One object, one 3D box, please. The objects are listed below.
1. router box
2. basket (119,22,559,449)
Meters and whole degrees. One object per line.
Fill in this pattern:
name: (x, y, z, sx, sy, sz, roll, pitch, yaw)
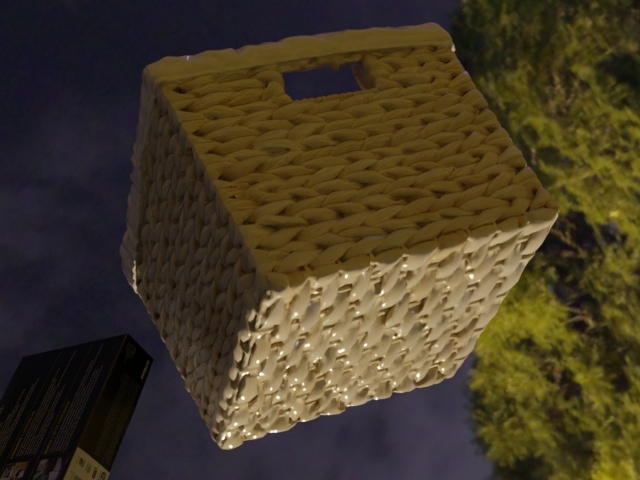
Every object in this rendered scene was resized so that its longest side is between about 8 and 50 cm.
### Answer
router box: (-0.231, 0.170, 0.779, 0.046, 0.133, 0.178, 54, -145, -34)
basket: (0.000, 0.000, 0.922, 0.329, 0.331, 0.266, -13, -122, -25)
